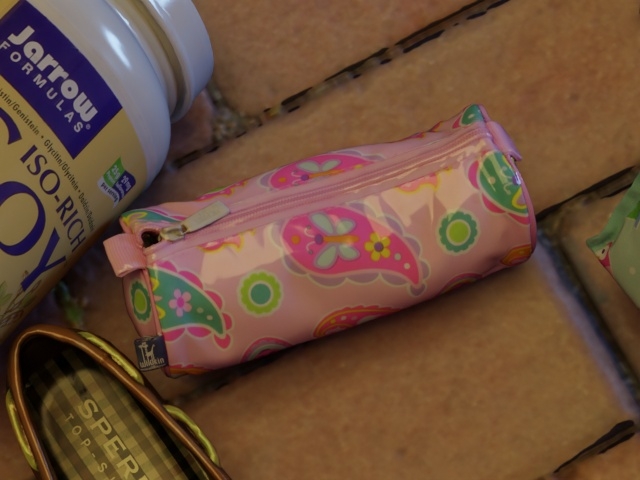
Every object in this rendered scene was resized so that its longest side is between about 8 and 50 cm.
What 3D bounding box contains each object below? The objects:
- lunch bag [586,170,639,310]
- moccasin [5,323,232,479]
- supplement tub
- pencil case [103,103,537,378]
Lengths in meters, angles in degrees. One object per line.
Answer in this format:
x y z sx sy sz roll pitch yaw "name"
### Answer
0.343 0.007 1.226 0.262 0.160 0.223 -23 66 -36 "lunch bag"
-0.080 0.207 1.220 0.139 0.147 0.380 -31 71 -4 "moccasin"
-0.252 -0.062 1.267 0.241 0.241 0.331 33 66 16 "supplement tub"
0.000 0.000 1.278 0.284 0.124 0.124 -17 70 -8 "pencil case"
